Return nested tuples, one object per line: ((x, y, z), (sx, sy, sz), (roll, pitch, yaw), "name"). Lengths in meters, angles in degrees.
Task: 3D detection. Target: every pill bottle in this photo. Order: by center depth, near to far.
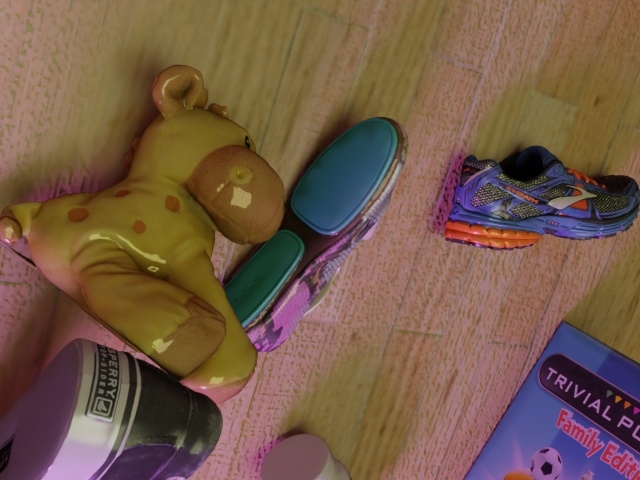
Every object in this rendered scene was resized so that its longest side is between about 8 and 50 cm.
((0.000, 0.248, 0.723), (0.078, 0.078, 0.137), (-31, 120, -15), "pill bottle")

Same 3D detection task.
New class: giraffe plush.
((-0.097, -0.012, 0.542), (0.210, 0.181, 0.170), (38, 75, 1), "giraffe plush")

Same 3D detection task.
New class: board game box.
((0.258, 0.282, 0.773), (0.079, 0.254, 0.336), (29, 93, -33), "board game box")

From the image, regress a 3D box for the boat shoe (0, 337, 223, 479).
((-0.172, 0.163, 0.508), (0.105, 0.113, 0.306), (26, 127, -29), "boat shoe")

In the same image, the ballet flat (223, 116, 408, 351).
((0.000, 0.000, 0.639), (0.221, 0.077, 0.079), (-52, 142, 4), "ballet flat")

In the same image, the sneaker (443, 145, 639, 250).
((0.216, -0.045, 0.730), (0.221, 0.083, 0.087), (-8, 105, -30), "sneaker")
